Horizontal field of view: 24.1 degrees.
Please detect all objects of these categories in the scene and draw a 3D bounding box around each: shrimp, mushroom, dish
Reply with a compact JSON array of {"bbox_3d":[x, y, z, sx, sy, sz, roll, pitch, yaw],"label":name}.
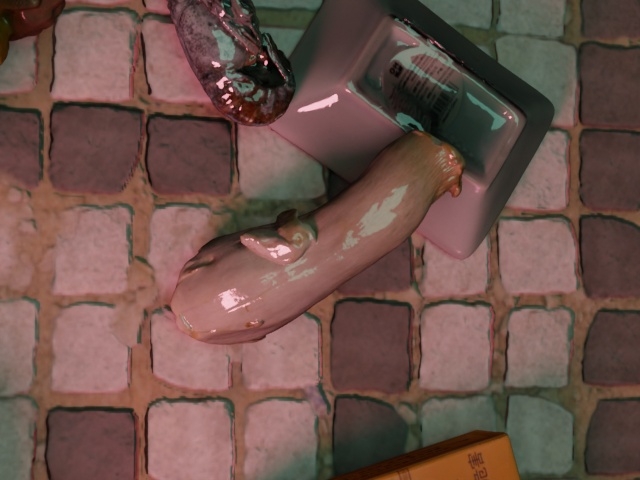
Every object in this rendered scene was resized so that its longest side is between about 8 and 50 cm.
[{"bbox_3d":[-0.093,-0.203,1.267,0.079,0.090,0.232,-26,91,-24],"label":"shrimp"},{"bbox_3d":[-0.001,0.001,1.254,0.278,0.096,0.099,-31,107,6],"label":"mushroom"},{"bbox_3d":[0.093,-0.120,1.329,0.243,0.080,0.182,35,76,-12],"label":"dish"}]

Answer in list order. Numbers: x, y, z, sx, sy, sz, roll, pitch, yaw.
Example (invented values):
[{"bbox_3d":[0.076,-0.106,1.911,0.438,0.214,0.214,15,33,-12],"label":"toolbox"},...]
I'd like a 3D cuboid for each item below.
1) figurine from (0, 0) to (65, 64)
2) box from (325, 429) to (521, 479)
[{"bbox_3d":[-0.331,-0.167,1.158,0.205,0.185,0.332,12,60,15],"label":"figurine"},{"bbox_3d":[0.052,0.284,1.285,0.274,0.076,0.174,-16,89,-19],"label":"box"}]
